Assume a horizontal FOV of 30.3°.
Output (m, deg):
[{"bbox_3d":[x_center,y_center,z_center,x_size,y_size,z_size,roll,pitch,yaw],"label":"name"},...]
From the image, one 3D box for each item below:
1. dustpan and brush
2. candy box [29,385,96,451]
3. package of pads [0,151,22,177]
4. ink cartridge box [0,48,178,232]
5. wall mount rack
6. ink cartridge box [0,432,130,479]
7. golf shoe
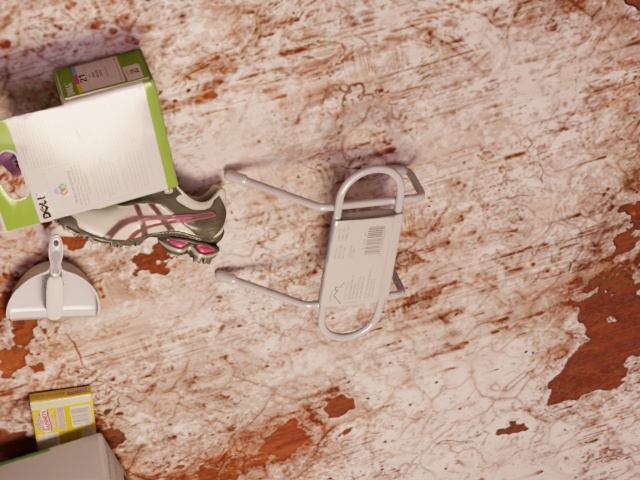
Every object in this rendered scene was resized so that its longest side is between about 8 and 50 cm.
[{"bbox_3d":[-0.413,0.061,1.833,0.147,0.060,0.211,-2,128,-15],"label":"dustpan and brush"},{"bbox_3d":[-0.445,0.341,2.067,0.105,0.027,0.206,-5,129,-11],"label":"candy box"},{"bbox_3d":[-0.421,-0.131,1.697,0.083,0.032,0.050,-33,129,11],"label":"package of pads"},{"bbox_3d":[-0.347,-0.139,1.657,0.255,0.097,0.189,-16,130,-10],"label":"ink cartridge box"},{"bbox_3d":[0.000,0.000,1.874,0.304,0.130,0.350,-5,129,-18],"label":"wall mount rack"},{"bbox_3d":[-0.435,0.480,2.094,0.201,0.117,0.278,-17,141,-2],"label":"ink cartridge box"},{"bbox_3d":[-0.272,-0.047,1.782,0.273,0.105,0.120,9,107,-28],"label":"golf shoe"}]
